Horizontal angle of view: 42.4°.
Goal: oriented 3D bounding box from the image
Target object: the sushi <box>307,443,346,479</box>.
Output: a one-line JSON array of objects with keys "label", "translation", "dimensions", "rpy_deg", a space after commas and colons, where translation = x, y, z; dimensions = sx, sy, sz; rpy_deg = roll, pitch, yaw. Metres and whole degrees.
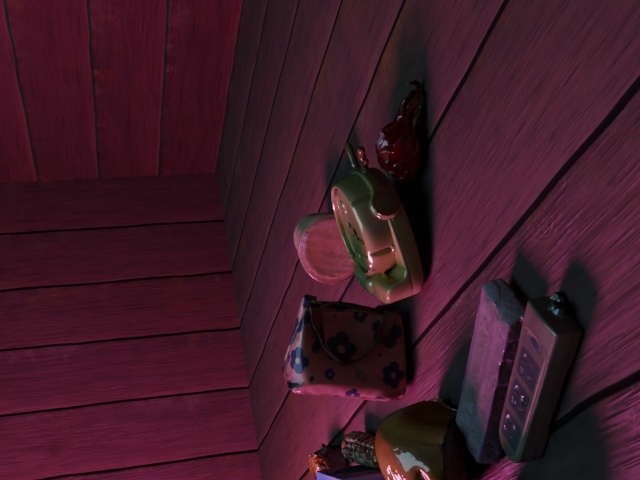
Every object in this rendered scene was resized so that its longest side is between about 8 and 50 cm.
[{"label": "sushi", "translation": [0.016, 0.606, 2.250], "dimensions": [0.097, 0.103, 0.226], "rpy_deg": [59, 161, -2]}]

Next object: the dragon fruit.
[{"label": "dragon fruit", "translation": [0.150, -0.205, 1.547], "dimensions": [0.094, 0.094, 0.191], "rpy_deg": [-139, 51, -69]}]

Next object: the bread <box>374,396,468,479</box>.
[{"label": "bread", "translation": [0.175, 0.375, 1.451], "dimensions": [0.260, 0.156, 0.158], "rpy_deg": [-15, -78, -68]}]

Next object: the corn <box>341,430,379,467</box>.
[{"label": "corn", "translation": [0.109, 0.488, 1.910], "dimensions": [0.237, 0.079, 0.080], "rpy_deg": [162, 103, -72]}]

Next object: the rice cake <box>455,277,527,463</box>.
[{"label": "rice cake", "translation": [0.266, 0.207, 1.285], "dimensions": [0.106, 0.050, 0.298], "rpy_deg": [-116, 26, -55]}]

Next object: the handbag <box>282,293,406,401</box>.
[{"label": "handbag", "translation": [0.054, 0.222, 1.725], "dimensions": [0.190, 0.251, 0.193], "rpy_deg": [-140, 57, -80]}]

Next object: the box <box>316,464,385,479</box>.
[{"label": "box", "translation": [0.087, 0.561, 1.869], "dimensions": [0.232, 0.142, 0.083], "rpy_deg": [138, 127, -72]}]

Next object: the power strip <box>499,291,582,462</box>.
[{"label": "power strip", "translation": [0.303, 0.205, 1.162], "dimensions": [0.080, 0.048, 0.286], "rpy_deg": [-114, 23, -54]}]

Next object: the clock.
[{"label": "clock", "translation": [0.097, -0.040, 1.627], "dimensions": [0.235, 0.096, 0.308], "rpy_deg": [-145, 36, -74]}]

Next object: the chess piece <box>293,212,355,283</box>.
[{"label": "chess piece", "translation": [0.000, 0.000, 2.047], "dimensions": [0.299, 0.167, 0.167], "rpy_deg": [-146, 53, -76]}]
